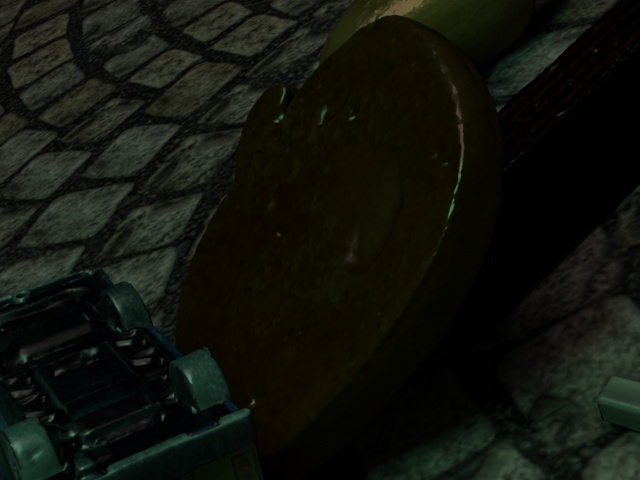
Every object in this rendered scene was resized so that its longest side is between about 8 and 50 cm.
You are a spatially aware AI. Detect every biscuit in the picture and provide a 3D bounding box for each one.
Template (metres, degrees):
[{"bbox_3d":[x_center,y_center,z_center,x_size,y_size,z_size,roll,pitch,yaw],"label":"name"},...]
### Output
[{"bbox_3d":[0.001,0.000,0.996,0.367,0.063,0.314,-53,36,27],"label":"biscuit"},{"bbox_3d":[0.204,-0.077,1.067,0.388,0.107,0.073,-42,32,-21],"label":"biscuit"}]

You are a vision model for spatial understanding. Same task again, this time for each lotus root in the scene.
[{"bbox_3d":[0.116,-0.233,1.354,0.303,0.131,0.146,-33,31,-6],"label":"lotus root"}]

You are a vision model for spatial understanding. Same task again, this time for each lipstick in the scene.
[{"bbox_3d":[0.233,0.114,0.840,0.107,0.025,0.025,11,49,40],"label":"lipstick"}]

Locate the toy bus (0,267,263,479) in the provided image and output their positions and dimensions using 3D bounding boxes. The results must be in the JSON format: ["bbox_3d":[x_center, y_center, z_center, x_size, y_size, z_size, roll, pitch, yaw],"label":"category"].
[{"bbox_3d":[-0.156,0.154,0.939,0.152,0.190,0.312,-22,27,-21],"label":"toy bus"}]
